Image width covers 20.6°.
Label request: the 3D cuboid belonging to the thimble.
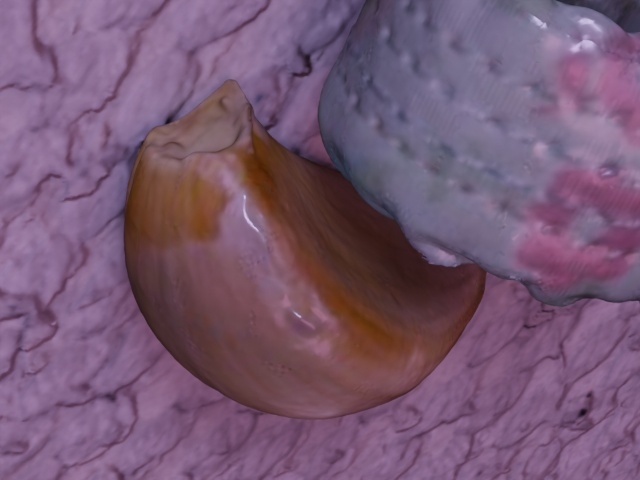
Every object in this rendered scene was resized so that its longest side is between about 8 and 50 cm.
[{"bbox_3d":[0.117,-0.071,0.865,0.185,0.211,0.149,-29,151,-56],"label":"thimble"}]

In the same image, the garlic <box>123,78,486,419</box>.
[{"bbox_3d":[0.000,0.014,0.954,0.245,0.145,0.164,15,91,-45],"label":"garlic"}]
